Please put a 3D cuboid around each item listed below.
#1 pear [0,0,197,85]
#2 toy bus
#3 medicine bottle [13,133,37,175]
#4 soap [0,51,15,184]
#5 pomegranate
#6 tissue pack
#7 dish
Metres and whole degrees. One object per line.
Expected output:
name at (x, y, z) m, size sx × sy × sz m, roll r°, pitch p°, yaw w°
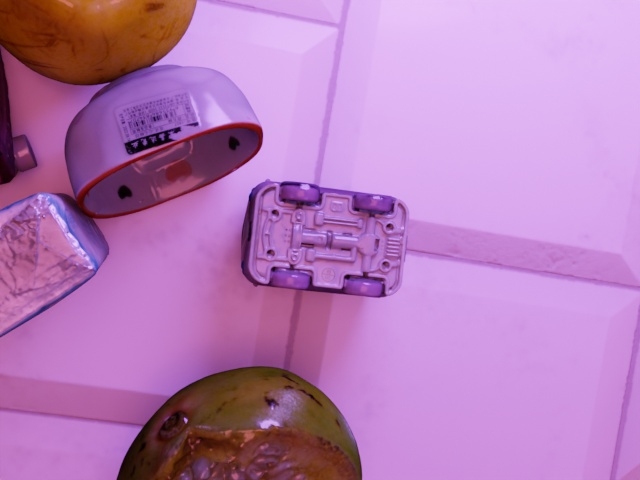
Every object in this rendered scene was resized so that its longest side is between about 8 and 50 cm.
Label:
pear at (-0.273, -0.314, 1.098) m, size 0.281 × 0.281 × 0.280 m, roll -1°, pitch 93°, yaw -9°
toy bus at (0.000, 0.000, 1.224) m, size 0.203 × 0.142 × 0.142 m, roll 7°, pitch 92°, yaw -10°
medicine bottle at (-0.406, -0.099, 1.196) m, size 0.089 × 0.052 × 0.052 m, roll -20°, pitch 96°, yaw -8°
soap at (-0.439, -0.202, 1.128) m, size 0.099 × 0.162 × 0.250 m, roll -13°, pitch 64°, yaw -4°
pomegranate at (-0.095, 0.313, 1.205) m, size 0.310 × 0.216 × 0.358 m, roll -42°, pitch 129°, yaw -5°
tissue pack at (-0.357, 0.031, 1.101) m, size 0.201 × 0.271 × 0.124 m, roll -29°, pitch 97°, yaw -7°
dish at (-0.198, -0.130, 1.146) m, size 0.256 × 0.256 × 0.117 m, roll -23°, pitch 81°, yaw -7°
